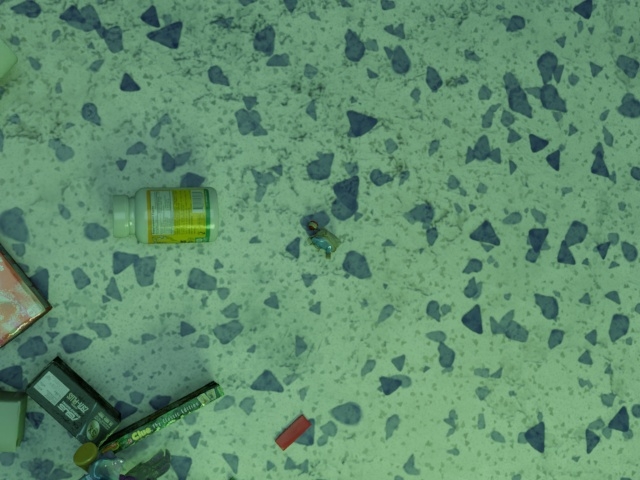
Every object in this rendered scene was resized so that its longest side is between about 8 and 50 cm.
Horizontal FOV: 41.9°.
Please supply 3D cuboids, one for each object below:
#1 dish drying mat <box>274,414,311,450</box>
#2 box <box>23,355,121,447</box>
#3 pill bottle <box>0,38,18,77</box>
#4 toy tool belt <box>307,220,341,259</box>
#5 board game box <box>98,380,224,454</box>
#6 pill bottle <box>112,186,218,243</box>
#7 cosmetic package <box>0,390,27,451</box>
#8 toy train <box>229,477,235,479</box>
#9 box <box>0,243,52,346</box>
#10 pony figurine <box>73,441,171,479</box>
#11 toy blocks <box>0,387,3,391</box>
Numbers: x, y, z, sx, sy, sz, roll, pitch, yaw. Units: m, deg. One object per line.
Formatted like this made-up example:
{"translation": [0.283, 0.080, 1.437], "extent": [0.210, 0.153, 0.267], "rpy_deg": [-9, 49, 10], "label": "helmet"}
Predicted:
{"translation": [-0.060, 0.415, 1.806], "extent": [0.083, 0.008, 0.032], "rpy_deg": [-42, 97, -13], "label": "dish drying mat"}
{"translation": [-0.483, 0.318, 1.641], "extent": [0.180, 0.147, 0.077], "rpy_deg": [45, 78, -8], "label": "box"}
{"translation": [-0.763, -0.273, 1.582], "extent": [0.204, 0.204, 0.361], "rpy_deg": [42, 79, -8], "label": "pill bottle"}
{"translation": [0.000, 0.000, 1.823], "extent": [0.083, 0.052, 0.051], "rpy_deg": [37, 71, -8], "label": "toy tool belt"}
{"translation": [-0.320, 0.358, 1.683], "extent": [0.260, 0.136, 0.030], "rpy_deg": [-27, 88, -14], "label": "board game box"}
{"translation": [-0.319, -0.051, 1.717], "extent": [0.208, 0.117, 0.117], "rpy_deg": [-2, 87, -14], "label": "pill bottle"}
{"translation": [-0.674, 0.330, 1.551], "extent": [0.238, 0.127, 0.107], "rpy_deg": [3, 88, -15], "label": "cosmetic package"}
{"translation": [-0.162, 0.533, 1.766], "extent": [0.017, 0.024, 0.083], "rpy_deg": [-45, 97, -12], "label": "toy train"}
{"translation": [-0.671, 0.061, 1.610], "extent": [0.142, 0.154, 0.300], "rpy_deg": [-39, 97, -13], "label": "box"}
{"translation": [-0.382, 0.532, 1.525], "extent": [0.351, 0.303, 0.363], "rpy_deg": [-38, 136, -19], "label": "pony figurine"}
{"translation": [-0.709, 0.316, 1.636], "extent": [0.148, 0.054, 0.123], "rpy_deg": [-38, 96, -12], "label": "toy blocks"}
